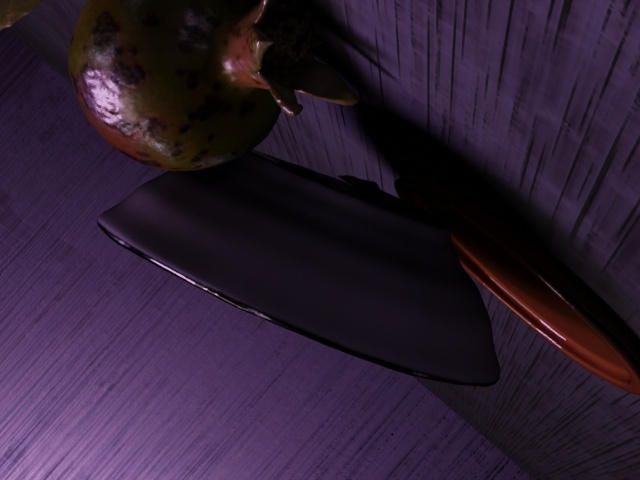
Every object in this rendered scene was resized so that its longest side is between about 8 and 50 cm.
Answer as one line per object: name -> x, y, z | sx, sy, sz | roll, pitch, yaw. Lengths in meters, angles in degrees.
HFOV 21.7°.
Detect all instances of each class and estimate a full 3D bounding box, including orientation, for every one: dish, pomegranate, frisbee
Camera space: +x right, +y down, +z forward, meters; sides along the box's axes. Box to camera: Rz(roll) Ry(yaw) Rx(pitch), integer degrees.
dish -> 0.000, 0.000, 1.213 | 0.316, 0.106, 0.316 | 20, -175, -2
pomegranate -> -0.077, -0.110, 1.103 | 0.220, 0.156, 0.156 | 28, 167, 50
frisbee -> 0.155, 0.032, 1.281 | 0.251, 0.021, 0.251 | 40, 175, 5

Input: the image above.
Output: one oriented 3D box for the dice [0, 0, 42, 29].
dice -> -0.238, -0.241, 1.033 | 0.169, 0.169, 0.166 | 37, 172, 44
